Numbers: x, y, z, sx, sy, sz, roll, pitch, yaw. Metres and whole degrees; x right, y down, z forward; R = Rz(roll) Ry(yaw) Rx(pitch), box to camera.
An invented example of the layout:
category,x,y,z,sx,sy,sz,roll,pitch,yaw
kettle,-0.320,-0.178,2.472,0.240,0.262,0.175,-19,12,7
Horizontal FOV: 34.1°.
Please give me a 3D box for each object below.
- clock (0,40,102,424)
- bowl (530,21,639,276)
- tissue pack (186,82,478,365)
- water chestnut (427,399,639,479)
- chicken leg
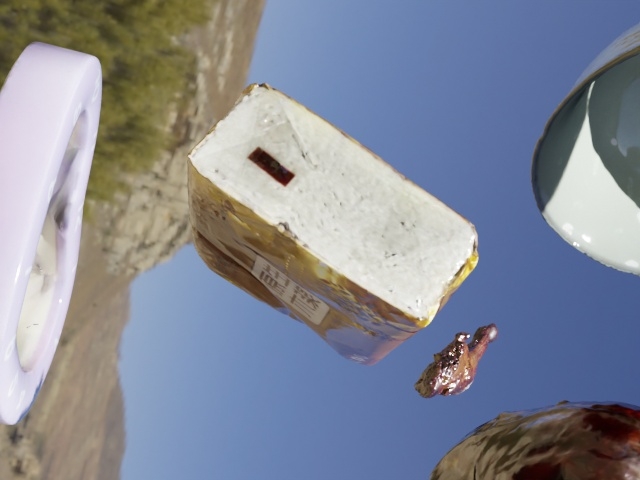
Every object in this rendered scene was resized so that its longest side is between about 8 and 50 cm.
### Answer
category,x,y,z,sx,sy,sz,roll,pitch,yaw
clock,-0.161,0.006,0.510,0.172,0.064,0.198,-84,-172,-61
bowl,0.364,-0.119,0.965,0.337,0.337,0.157,124,-21,-49
tissue pack,0.000,0.000,0.731,0.092,0.183,0.226,-53,177,-17
water chestnut,0.236,0.269,0.823,0.335,0.347,0.335,30,-47,38
chicken leg,0.163,0.144,1.239,0.093,0.053,0.205,-62,167,11
